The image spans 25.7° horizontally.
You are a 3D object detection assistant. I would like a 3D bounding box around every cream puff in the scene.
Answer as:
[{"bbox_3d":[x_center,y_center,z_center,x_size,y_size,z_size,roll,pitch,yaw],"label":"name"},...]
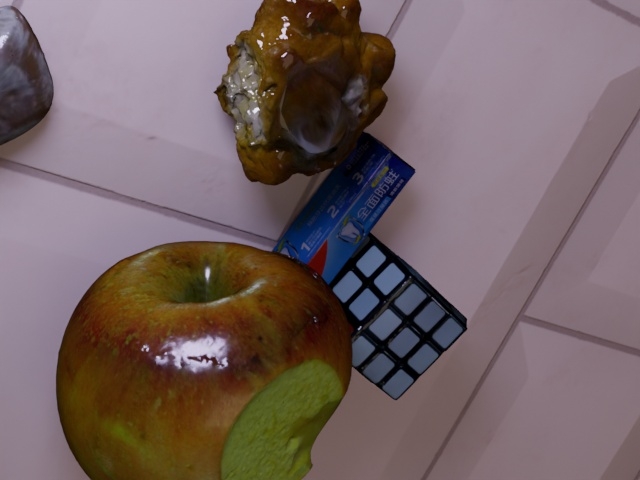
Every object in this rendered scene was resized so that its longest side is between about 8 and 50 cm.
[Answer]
[{"bbox_3d":[-0.021,-0.191,1.780,0.241,0.155,0.269,30,98,-40],"label":"cream puff"}]

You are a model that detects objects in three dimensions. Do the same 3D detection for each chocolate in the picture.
[{"bbox_3d":[-0.423,-0.151,1.611,0.254,0.080,0.157,-26,128,-15],"label":"chocolate"}]

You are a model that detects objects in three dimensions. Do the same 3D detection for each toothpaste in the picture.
[{"bbox_3d":[0.001,0.000,1.961,0.066,0.076,0.320,29,101,-43],"label":"toothpaste"}]

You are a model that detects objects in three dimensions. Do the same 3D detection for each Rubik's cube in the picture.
[{"bbox_3d":[0.084,0.102,2.018,0.163,0.162,0.160,-46,130,3],"label":"Rubik's cube"}]

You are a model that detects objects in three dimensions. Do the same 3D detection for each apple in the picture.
[{"bbox_3d":[-0.145,0.190,1.808,0.384,0.374,0.374,-3,121,-12],"label":"apple"}]
